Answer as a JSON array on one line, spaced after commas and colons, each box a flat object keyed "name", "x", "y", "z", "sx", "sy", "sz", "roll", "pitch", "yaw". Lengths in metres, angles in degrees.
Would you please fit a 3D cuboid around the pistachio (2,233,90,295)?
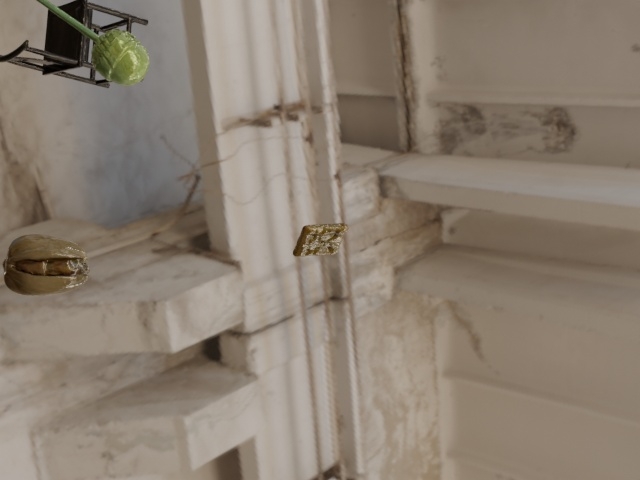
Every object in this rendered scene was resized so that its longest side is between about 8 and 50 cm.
[{"name": "pistachio", "x": -0.465, "y": 0.044, "z": 1.516, "sx": 0.113, "sy": 0.149, "sz": 0.113, "roll": -172, "pitch": -90, "yaw": -83}]

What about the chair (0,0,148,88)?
[{"name": "chair", "x": -0.485, "y": -0.385, "z": 1.725, "sx": 0.154, "sy": 0.260, "sz": 0.142, "roll": 0, "pitch": -95, "yaw": 45}]

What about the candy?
[{"name": "candy", "x": -0.431, "y": -0.376, "z": 1.506, "sx": 0.335, "sy": 0.093, "sz": 0.092, "roll": 36, "pitch": -53, "yaw": 3}]

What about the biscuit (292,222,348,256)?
[{"name": "biscuit", "x": 0.000, "y": 0.000, "z": 1.512, "sx": 0.081, "sy": 0.083, "sz": 0.018, "roll": 116, "pitch": -35, "yaw": -49}]
